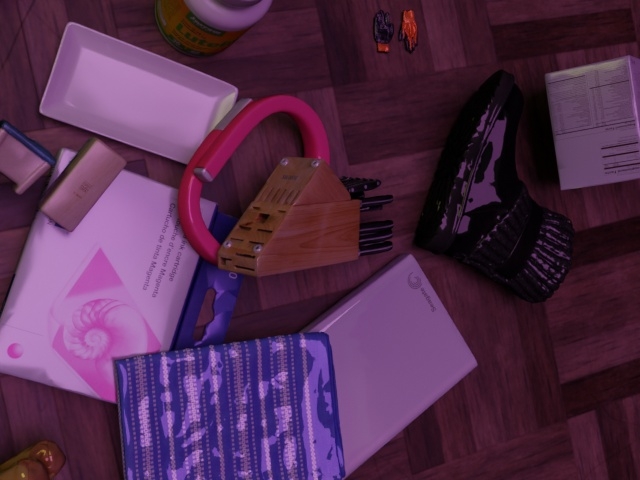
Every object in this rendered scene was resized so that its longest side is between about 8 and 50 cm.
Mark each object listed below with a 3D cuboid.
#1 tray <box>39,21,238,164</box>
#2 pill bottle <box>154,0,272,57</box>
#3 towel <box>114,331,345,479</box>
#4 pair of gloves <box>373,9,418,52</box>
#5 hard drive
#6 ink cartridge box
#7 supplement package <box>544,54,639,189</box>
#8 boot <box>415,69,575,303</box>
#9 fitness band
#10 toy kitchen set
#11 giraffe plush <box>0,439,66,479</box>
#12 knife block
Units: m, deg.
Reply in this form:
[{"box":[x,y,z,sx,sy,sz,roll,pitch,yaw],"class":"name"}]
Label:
[{"box":[-0.267,-0.209,1.285,0.270,0.030,0.145,19,80,-21],"class":"tray"},{"box":[-0.146,-0.355,1.225,0.136,0.246,0.136,1,87,-23],"class":"pill bottle"},{"box":[-0.123,0.271,1.261,0.336,0.040,0.243,-5,90,-26],"class":"towel"},{"box":[0.129,-0.357,1.470,0.083,0.010,0.074,-6,91,-20],"class":"pair of gloves"},{"box":[0.070,0.214,1.401,0.353,0.047,0.233,-36,102,-21],"class":"hard drive"},{"box":[-0.273,0.073,1.252,0.330,0.071,0.324,19,80,-20],"class":"ink cartridge box"},{"box":[0.505,-0.202,1.507,0.194,0.149,0.203,-9,91,-56],"class":"supplement package"},{"box":[0.333,-0.089,1.476,0.260,0.131,0.348,22,90,-14],"class":"boot"},{"box":[-0.092,-0.089,1.298,0.291,0.054,0.209,-54,128,-24],"class":"fitness band"},{"box":[-0.396,-0.134,1.166,0.207,0.166,0.122,41,83,-28],"class":"toy kitchen set"},{"box":[-0.469,0.320,1.127,0.170,0.181,0.210,41,108,-6],"class":"giraffe plush"},{"box":[0.000,0.000,1.310,0.275,0.088,0.242,-57,131,-24],"class":"knife block"}]
